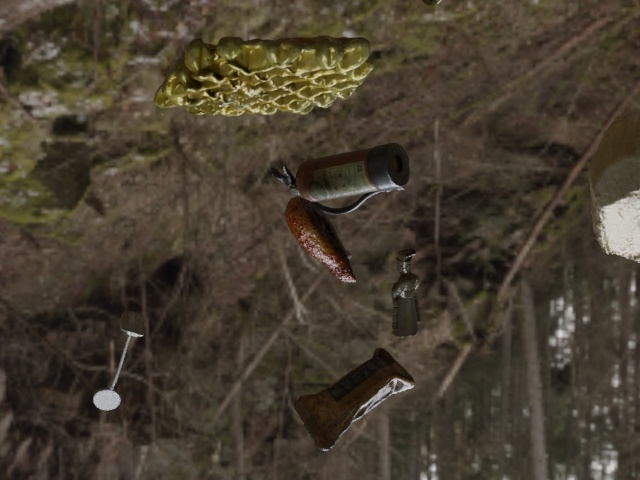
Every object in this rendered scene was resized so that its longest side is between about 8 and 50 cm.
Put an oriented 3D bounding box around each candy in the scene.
[{"bbox_3d":[0.073,0.359,2.165,0.271,0.101,0.143,-35,-121,-11],"label":"candy"}]

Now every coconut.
[{"bbox_3d":[0.666,-0.116,1.813,0.297,0.297,0.254,2,-137,14],"label":"coconut"}]

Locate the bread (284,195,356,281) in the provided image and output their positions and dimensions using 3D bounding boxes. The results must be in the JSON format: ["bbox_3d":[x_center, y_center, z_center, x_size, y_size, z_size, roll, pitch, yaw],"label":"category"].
[{"bbox_3d":[-0.001,0.003,2.345,0.095,0.269,0.139,-26,-147,15],"label":"bread"}]

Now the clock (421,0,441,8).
[{"bbox_3d":[0.259,-0.632,2.059,0.057,0.237,0.237,-8,-172,-11],"label":"clock"}]

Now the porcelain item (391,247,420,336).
[{"bbox_3d":[0.200,0.121,2.225,0.084,0.213,0.054,-19,-157,-40],"label":"porcelain item"}]

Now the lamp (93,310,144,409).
[{"bbox_3d":[-0.368,0.223,1.706,0.050,0.198,0.056,15,-154,-22],"label":"lamp"}]

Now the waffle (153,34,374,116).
[{"bbox_3d":[-0.066,-0.192,1.114,0.250,0.056,0.261,-6,172,-22],"label":"waffle"}]

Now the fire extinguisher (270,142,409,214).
[{"bbox_3d":[0.057,-0.140,2.414,0.376,0.200,0.113,-6,-152,37],"label":"fire extinguisher"}]
